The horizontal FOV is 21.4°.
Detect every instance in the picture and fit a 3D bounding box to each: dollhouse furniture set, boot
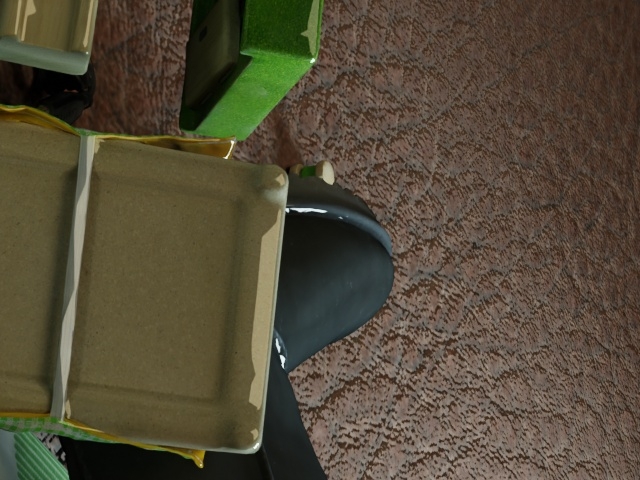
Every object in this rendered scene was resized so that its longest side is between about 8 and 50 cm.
[{"bbox_3d":[-0.120,-0.035,0.896,0.198,0.151,0.301,10,77,-17],"label":"dollhouse furniture set"},{"bbox_3d":[-0.004,0.171,0.997,0.367,0.146,0.445,6,48,-50],"label":"boot"}]

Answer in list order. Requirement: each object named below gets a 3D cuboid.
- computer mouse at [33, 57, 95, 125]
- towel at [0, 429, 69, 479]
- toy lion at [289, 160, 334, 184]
[{"bbox_3d":[-0.216,-0.136,0.984,0.262,0.060,0.184,-41,111,-73],"label":"computer mouse"},{"bbox_3d":[-0.185,0.146,0.855,0.325,0.038,0.248,53,12,-37],"label":"towel"},{"bbox_3d":[0.000,0.000,1.372,0.096,0.034,0.100,61,30,-43],"label":"toy lion"}]
